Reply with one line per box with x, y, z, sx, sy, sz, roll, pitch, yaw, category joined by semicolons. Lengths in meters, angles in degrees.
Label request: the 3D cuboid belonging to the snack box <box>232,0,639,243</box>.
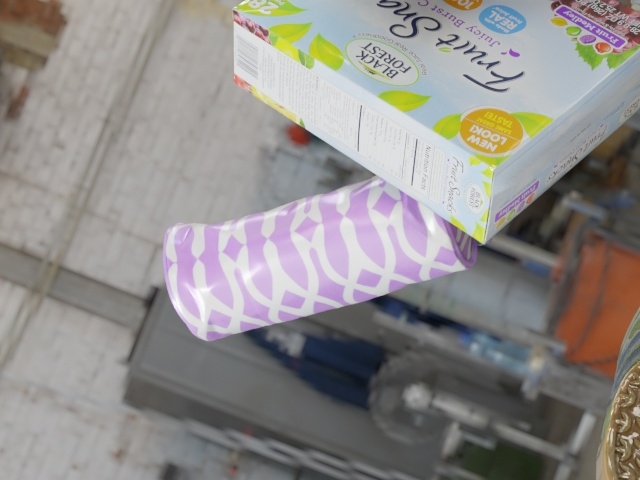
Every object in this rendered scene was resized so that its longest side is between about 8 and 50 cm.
0.077;-0.114;1.027;0.174;0.207;0.070;-38;-33;-30;snack box

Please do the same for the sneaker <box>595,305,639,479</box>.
0.168;0.074;0.773;0.086;0.064;0.192;101;-168;-51;sneaker

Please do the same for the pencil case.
0.000;0.000;1.069;0.086;0.206;0.088;49;-152;-59;pencil case

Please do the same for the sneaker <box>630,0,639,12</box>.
0.375;-0.247;1.612;0.300;0.111;0.121;-13;-51;-51;sneaker
